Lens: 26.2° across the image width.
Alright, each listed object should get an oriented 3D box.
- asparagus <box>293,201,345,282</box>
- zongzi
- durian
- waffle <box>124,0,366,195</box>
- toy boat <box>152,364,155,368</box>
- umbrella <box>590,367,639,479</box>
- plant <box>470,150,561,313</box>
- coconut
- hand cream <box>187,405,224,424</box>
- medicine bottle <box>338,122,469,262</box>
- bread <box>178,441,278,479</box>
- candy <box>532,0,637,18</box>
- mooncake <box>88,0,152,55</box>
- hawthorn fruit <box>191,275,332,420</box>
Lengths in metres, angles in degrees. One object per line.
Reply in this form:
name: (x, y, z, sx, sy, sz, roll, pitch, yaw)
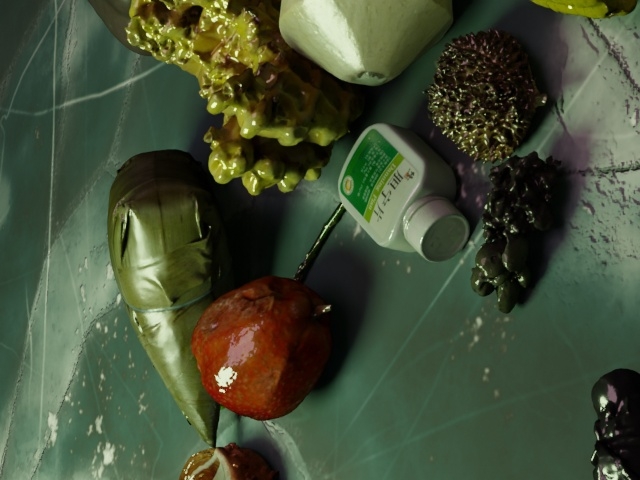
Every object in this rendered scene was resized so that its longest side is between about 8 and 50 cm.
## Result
asparagus: (0.000, 0.000, 1.739, 0.016, 0.016, 0.163, 46, 118, 27)
zongzi: (-0.188, 0.067, 1.882, 0.323, 0.160, 0.360, -106, 3, -72)
durian: (0.173, -0.162, 1.492, 0.188, 0.091, 0.148, 17, 95, 51)
waffle: (-0.090, -0.212, 1.698, 0.151, 0.261, 0.324, -48, 59, 32)
toy boat: (-0.202, 0.172, 1.960, 0.115, 0.016, 0.063, 28, 103, 52)
umbrella: (0.297, 0.280, 1.206, 0.106, 0.113, 0.358, -46, 41, 40)
plant: (0.199, -0.011, 1.434, 0.085, 0.087, 0.174, 20, 102, 28)
coconut: (0.054, -0.281, 1.591, 0.202, 0.202, 0.222, -23, 58, 48)
hand cream: (-0.151, 0.223, 1.872, 0.122, 0.023, 0.036, -25, 73, 49)
medicine bottle: (0.098, -0.050, 1.580, 0.119, 0.069, 0.183, -61, 41, 19)
bread: (-0.121, 0.340, 1.761, 0.160, 0.073, 0.160, -25, 58, 49)
candy: (0.249, -0.288, 1.427, 0.199, 0.094, 0.106, 22, 104, 59)
mooncake: (-0.176, -0.381, 1.857, 0.306, 0.306, 0.154, -55, 52, 29)
hawthorn fruit: (-0.065, 0.130, 1.688, 0.179, 0.173, 0.173, -47, 40, -2)
